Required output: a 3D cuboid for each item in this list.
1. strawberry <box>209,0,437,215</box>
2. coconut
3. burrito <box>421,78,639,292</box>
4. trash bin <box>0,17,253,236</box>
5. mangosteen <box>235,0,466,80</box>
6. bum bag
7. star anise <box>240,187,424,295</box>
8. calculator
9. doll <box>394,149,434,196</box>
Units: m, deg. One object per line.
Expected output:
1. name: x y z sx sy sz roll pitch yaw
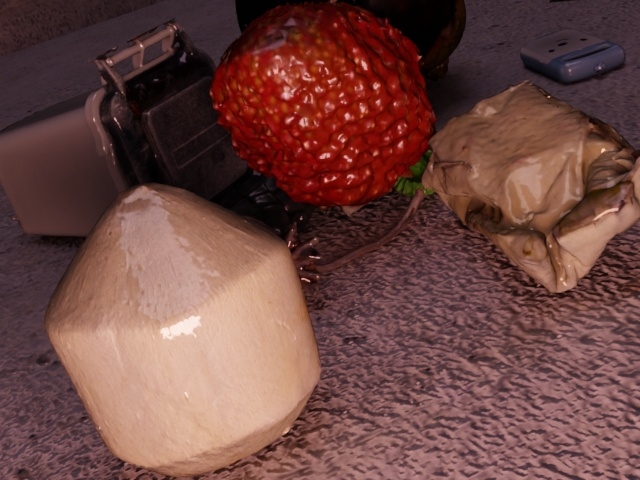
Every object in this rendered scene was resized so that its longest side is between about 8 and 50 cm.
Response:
1. strawberry: 0.013 -0.195 1.271 0.292 0.292 0.343 -17 -20 -3
2. coconut: -0.129 0.073 0.947 0.237 0.266 0.237 -21 19 7
3. burrito: 0.249 -0.054 1.141 0.190 0.135 0.332 -27 28 -3
4. trash bin: -0.321 -0.147 1.532 0.368 0.296 0.256 -4 27 38
5. mangosteen: 0.056 -0.422 1.697 0.381 0.381 0.421 1 -1 33
6. bum bag: -0.029 -0.090 1.461 0.137 0.074 0.310 13 41 27
7. star anise: 0.000 0.000 1.242 0.218 0.148 0.227 -42 -16 24
8. calculator: 0.424 -0.313 1.703 0.121 0.039 0.210 -21 25 -6
9. doll: 0.133 -0.109 1.438 0.115 0.050 0.190 -4 30 9
